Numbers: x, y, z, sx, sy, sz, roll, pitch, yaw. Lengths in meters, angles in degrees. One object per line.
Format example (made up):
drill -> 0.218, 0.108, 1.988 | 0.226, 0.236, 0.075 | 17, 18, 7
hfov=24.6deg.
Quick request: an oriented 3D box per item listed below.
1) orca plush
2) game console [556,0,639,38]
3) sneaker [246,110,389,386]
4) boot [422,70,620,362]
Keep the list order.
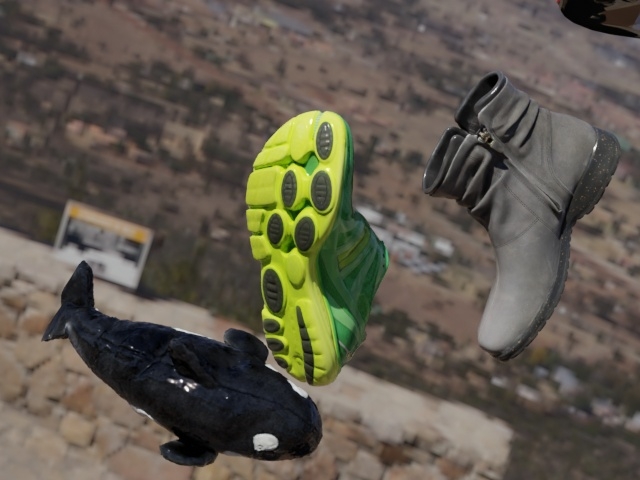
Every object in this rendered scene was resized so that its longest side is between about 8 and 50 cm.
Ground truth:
orca plush -> -0.125, 0.102, 1.356 | 0.287, 0.102, 0.151 | 39, 60, 21
game console -> 0.424, -0.236, 1.349 | 0.386, 0.060, 0.342 | 9, -5, 3
sneaker -> 0.000, 0.000, 1.462 | 0.109, 0.296, 0.123 | 20, 35, 30
boot -> 0.217, -0.031, 1.875 | 0.222, 0.338, 0.118 | 21, 2, -23
